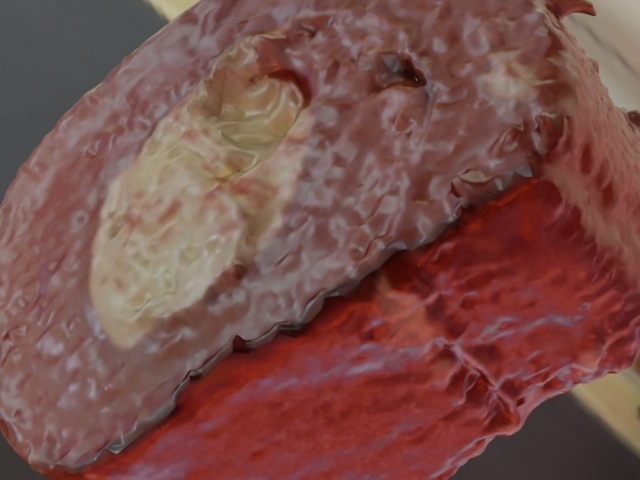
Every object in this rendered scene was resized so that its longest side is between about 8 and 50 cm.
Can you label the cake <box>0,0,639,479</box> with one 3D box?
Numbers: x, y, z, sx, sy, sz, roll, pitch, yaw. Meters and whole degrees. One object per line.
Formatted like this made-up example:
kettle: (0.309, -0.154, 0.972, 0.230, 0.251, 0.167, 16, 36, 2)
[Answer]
cake: (0.000, 0.000, 0.719, 0.151, 0.283, 0.177, 44, -167, -46)
